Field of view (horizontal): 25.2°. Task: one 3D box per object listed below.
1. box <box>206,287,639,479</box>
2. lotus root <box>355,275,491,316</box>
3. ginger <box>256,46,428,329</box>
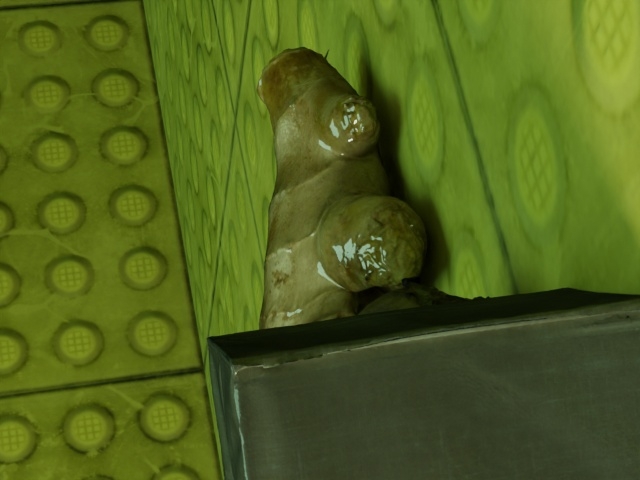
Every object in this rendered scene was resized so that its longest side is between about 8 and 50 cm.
[{"bbox_3d":[0.062,0.115,0.805,0.155,0.231,0.149,180,83,-79],"label":"box"},{"bbox_3d":[0.056,0.168,0.967,0.160,0.152,0.275,35,117,61],"label":"lotus root"},{"bbox_3d":[0.000,-0.005,1.246,0.236,0.166,0.375,100,156,-83],"label":"ginger"}]
